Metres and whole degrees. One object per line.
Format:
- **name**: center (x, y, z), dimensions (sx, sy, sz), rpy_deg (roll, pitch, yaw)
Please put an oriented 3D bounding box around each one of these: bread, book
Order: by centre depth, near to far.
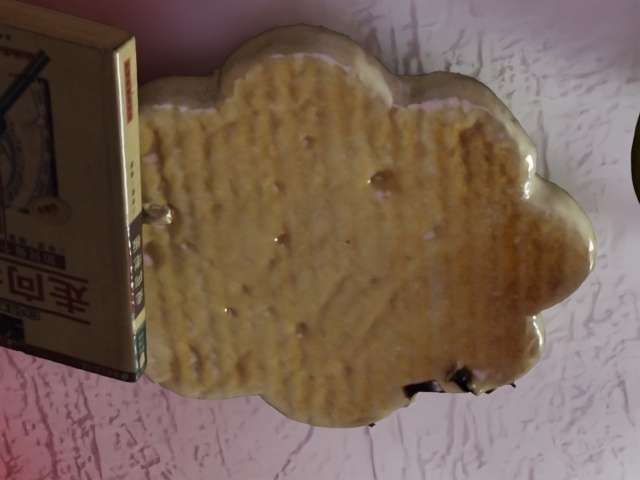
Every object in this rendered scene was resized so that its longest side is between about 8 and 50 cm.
- **book**: center (-0.175, -0.031, 1.106), dimensions (0.161, 0.026, 0.231), rpy_deg (15, 129, 18)
- **bread**: center (0.000, 0.000, 1.151), dimensions (0.316, 0.054, 0.316), rpy_deg (3, 134, 3)

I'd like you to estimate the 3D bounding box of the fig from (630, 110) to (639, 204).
- **fig**: center (0.213, -0.097, 1.017), dimensions (0.124, 0.124, 0.236), rpy_deg (-9, 119, 12)
